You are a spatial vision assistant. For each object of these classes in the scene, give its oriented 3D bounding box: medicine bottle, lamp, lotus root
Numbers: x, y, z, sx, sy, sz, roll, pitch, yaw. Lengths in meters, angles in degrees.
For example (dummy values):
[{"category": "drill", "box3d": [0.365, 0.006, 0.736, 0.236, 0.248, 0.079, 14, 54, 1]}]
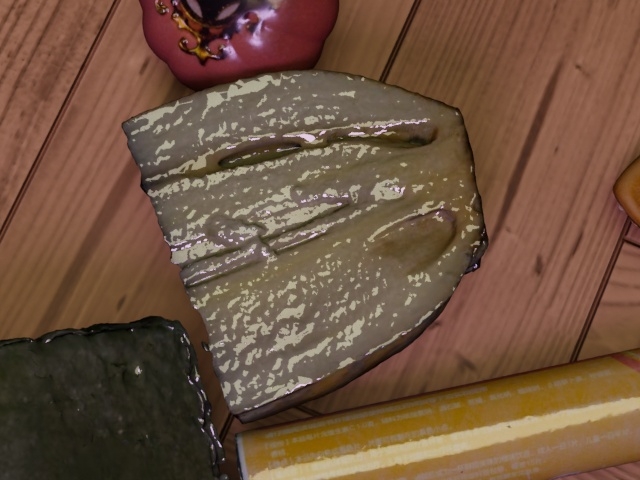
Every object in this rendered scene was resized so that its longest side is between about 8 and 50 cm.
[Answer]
[{"category": "medicine bottle", "box3d": [0.145, 0.158, 1.158, 0.426, 0.108, 0.108, -12, 78, -3]}, {"category": "lamp", "box3d": [-0.068, -0.210, 1.220, 0.182, 0.140, 0.182, 3, 99, 21]}, {"category": "lotus root", "box3d": [0.007, -0.015, 1.175, 0.260, 0.149, 0.267, -23, 73, -2]}]

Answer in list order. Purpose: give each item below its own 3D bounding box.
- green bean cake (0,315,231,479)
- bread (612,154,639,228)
[{"category": "green bean cake", "box3d": [-0.197, 0.192, 1.079, 0.255, 0.132, 0.241, -10, 82, -44]}, {"category": "bread", "box3d": [0.354, -0.087, 1.229, 0.239, 0.074, 0.092, -42, 75, -8]}]
